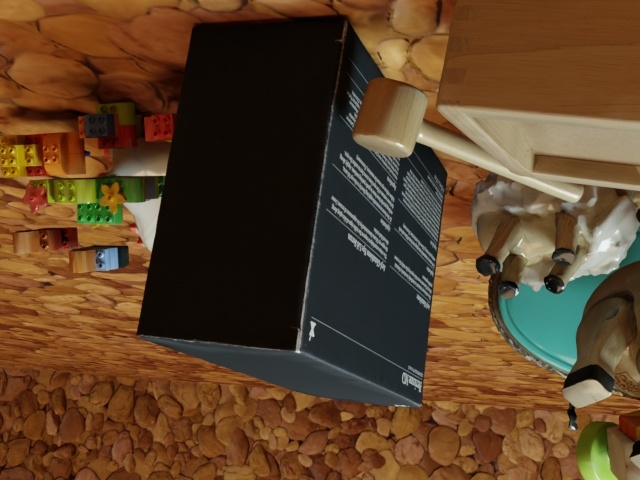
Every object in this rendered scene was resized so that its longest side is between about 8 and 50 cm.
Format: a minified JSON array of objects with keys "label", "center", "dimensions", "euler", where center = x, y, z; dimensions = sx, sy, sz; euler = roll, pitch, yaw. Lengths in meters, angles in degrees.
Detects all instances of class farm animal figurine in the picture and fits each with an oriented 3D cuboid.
[{"label":"farm animal figurine","center":[0.299,0.040,0.622],"dimensions":[0.326,0.172,0.330],"euler":[-17,118,40]}]

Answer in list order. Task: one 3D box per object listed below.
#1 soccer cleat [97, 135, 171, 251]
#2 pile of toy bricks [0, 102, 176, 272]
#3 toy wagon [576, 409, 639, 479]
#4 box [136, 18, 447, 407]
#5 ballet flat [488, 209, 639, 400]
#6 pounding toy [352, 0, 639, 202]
[{"label":"soccer cleat","center":[-0.122,-0.032,0.829],"dimensions":[0.076,0.068,0.196],"euler":[2,163,6]},{"label":"pile of toy bricks","center":[-0.153,-0.035,0.680],"dimensions":[0.212,0.118,0.105],"euler":[-1,-176,25]},{"label":"toy wagon","center":[0.397,0.164,0.836],"dimensions":[0.344,0.068,0.267],"euler":[-3,177,-39]},{"label":"box","center":[0.000,0.000,0.646],"dimensions":[0.103,0.184,0.261],"euler":[1,165,20]},{"label":"ballet flat","center":[0.384,0.046,0.784],"dimensions":[0.482,0.164,0.182],"euler":[-1,-171,21]},{"label":"pounding toy","center":[0.115,-0.080,0.480],"dimensions":[0.206,0.094,0.181],"euler":[10,175,28]}]
